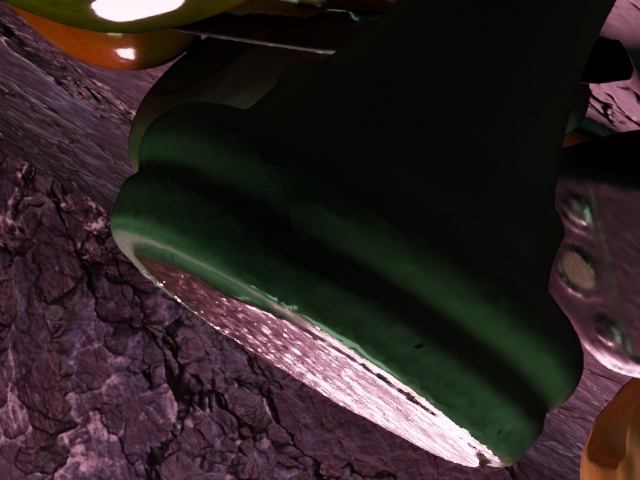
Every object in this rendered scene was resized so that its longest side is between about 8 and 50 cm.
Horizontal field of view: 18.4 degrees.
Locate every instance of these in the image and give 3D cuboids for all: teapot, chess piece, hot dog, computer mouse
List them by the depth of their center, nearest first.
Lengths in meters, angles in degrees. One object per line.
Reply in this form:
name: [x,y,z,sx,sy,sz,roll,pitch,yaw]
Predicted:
chess piece: [0.068,-0.079,0.785,0.194,0.299,0.194,30,171,6]
hot dog: [0.025,-0.165,1.088,0.326,0.107,0.194,9,-167,17]
computer mouse: [0.255,0.012,1.222,0.269,0.100,0.170,15,132,48]
teapot: [0.005,-0.078,1.323,0.149,0.220,0.318,55,161,-20]

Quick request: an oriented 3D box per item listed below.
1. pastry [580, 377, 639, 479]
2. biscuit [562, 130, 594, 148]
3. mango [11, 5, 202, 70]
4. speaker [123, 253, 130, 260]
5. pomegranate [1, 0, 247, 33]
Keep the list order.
pastry: [0.398,0.247,1.580,0.409,0.245,0.409,22,175,2]
biscuit: [0.220,0.001,1.523,0.351,0.057,0.312,37,170,-33]
mango: [-0.166,-0.208,1.382,0.254,0.139,0.175,35,159,40]
speaker: [0.000,0.000,1.742,0.254,0.184,0.232,30,-176,15]
pomegranate: [-0.134,-0.232,0.885,0.358,0.216,0.309,38,172,-34]
